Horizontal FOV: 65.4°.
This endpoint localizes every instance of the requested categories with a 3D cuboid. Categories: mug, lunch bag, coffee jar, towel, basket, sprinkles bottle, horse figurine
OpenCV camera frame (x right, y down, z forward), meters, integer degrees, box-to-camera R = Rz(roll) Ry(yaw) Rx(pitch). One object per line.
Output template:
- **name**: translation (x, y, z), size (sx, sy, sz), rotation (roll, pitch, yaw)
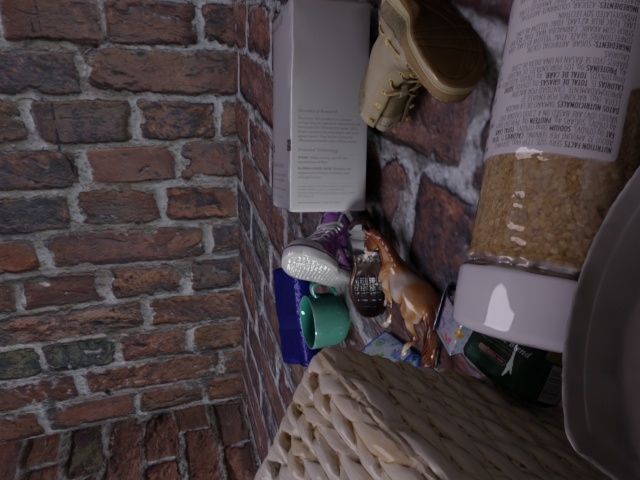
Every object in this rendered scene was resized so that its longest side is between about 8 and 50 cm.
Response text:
- **mug**: translation (0.016, 0.182, 1.197), size (0.157, 0.098, 0.129), rotation (105, 153, -47)
- **lunch bag**: translation (0.117, 0.254, 0.921), size (0.151, 0.096, 0.129), rotation (-65, 21, 0)
- **coffee jar**: translation (0.218, 0.055, 0.472), size (0.184, 0.079, 0.096), rotation (-65, 26, 8)
- **towel**: translation (-0.069, 0.228, 1.533), size (0.228, 0.076, 0.308), rotation (160, 104, -64)
- **basket**: translation (0.133, 0.282, 0.373), size (0.331, 0.329, 0.266), rotation (33, 103, 56)
- **sprinkles bottle**: translation (0.192, -0.097, 0.383), size (0.121, 0.121, 0.355), rotation (-174, 95, -72)
- **horse figurine**: translation (0.143, 0.105, 0.839), size (0.263, 0.066, 0.174), rotation (-119, 24, -53)
- **lunch bag**: translation (0.192, 0.109, 0.709), size (0.083, 0.053, 0.071), rotation (-106, 20, -56)

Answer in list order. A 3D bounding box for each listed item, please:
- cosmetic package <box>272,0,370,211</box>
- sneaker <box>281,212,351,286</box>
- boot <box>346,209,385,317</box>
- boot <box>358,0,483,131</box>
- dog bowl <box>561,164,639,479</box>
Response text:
- **cosmetic package**: translation (-0.007, -0.255, 0.994), size (0.217, 0.156, 0.384), rotation (-154, 62, -73)
- **sneaker**: translation (-0.001, 0.000, 1.015), size (0.282, 0.102, 0.160), rotation (32, -125, -66)
- **boot**: translation (0.096, 0.042, 0.994), size (0.106, 0.082, 0.219), rotation (-77, -18, -60)
- **boot**: translation (0.128, -0.231, 0.722), size (0.203, 0.095, 0.261), rotation (107, 153, -49)
- **dog bowl**: translation (0.263, 0.042, 0.168), size (0.348, 0.102, 0.348), rotation (-52, 21, 30)
